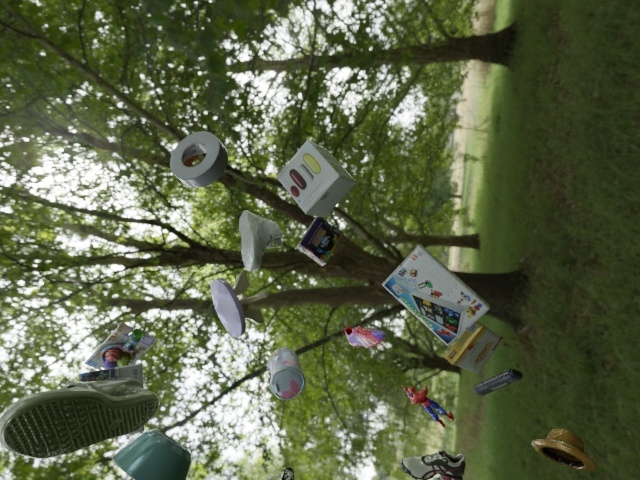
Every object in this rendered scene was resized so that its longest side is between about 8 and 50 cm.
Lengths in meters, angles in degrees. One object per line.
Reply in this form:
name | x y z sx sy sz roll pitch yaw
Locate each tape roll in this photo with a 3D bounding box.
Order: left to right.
tape roll | -0.474 -0.316 1.621 0.072 0.219 0.219 54 -136 -60

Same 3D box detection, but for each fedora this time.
fedora | 0.774 0.653 1.314 0.079 0.194 0.194 -58 -28 -28

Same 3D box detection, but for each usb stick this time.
usb stick | 0.828 0.669 1.951 0.278 0.077 0.045 122 169 -48

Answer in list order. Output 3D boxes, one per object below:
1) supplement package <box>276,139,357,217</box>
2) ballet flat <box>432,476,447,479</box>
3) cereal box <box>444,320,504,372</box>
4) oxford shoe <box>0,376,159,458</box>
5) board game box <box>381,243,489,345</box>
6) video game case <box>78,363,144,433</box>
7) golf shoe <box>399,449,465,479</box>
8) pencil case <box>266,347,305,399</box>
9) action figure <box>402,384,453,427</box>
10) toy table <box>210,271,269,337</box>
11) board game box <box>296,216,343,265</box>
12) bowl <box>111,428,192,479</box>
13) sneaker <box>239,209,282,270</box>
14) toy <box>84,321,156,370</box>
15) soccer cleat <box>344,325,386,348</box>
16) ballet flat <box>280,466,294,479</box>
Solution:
supplement package | -0.015 -0.229 1.567 0.194 0.203 0.149 -47 -24 19
ballet flat | 0.407 0.846 1.257 0.107 0.106 0.316 -64 -4 12
cereal box | 0.564 0.389 1.506 0.240 0.047 0.173 28 -80 -44
oxford shoe | -0.572 0.405 1.002 0.169 0.130 0.449 -53 -21 -5
board game box | 0.387 0.184 1.414 0.193 0.305 0.053 -49 -9 18
video game case | -0.637 0.493 1.265 0.023 0.183 0.201 115 147 -66
golf shoe | 0.460 0.908 1.699 0.105 0.273 0.120 -112 33 -73
pencil case | -0.128 0.474 1.499 0.273 0.124 0.113 -178 88 -80
action figure | 0.490 0.740 1.936 0.280 0.091 0.139 43 -172 -22
toy table | -0.365 0.280 1.883 0.161 0.252 0.274 -22 -78 -45
board game box | 0.000 0.000 1.760 0.170 0.141 0.048 -59 12 -31
bowl | -0.630 0.858 1.623 0.163 0.312 0.311 -56 -30 -28
sneaker | -0.215 0.009 1.607 0.108 0.169 0.292 -51 37 34
toy | -0.700 0.400 1.443 0.137 0.237 0.056 38 -165 -27
soccer cleat | 0.188 0.411 1.801 0.083 0.248 0.095 -36 -87 -30
ballet flat | -0.143 1.012 1.717 0.188 0.070 0.070 -93 6 -81
